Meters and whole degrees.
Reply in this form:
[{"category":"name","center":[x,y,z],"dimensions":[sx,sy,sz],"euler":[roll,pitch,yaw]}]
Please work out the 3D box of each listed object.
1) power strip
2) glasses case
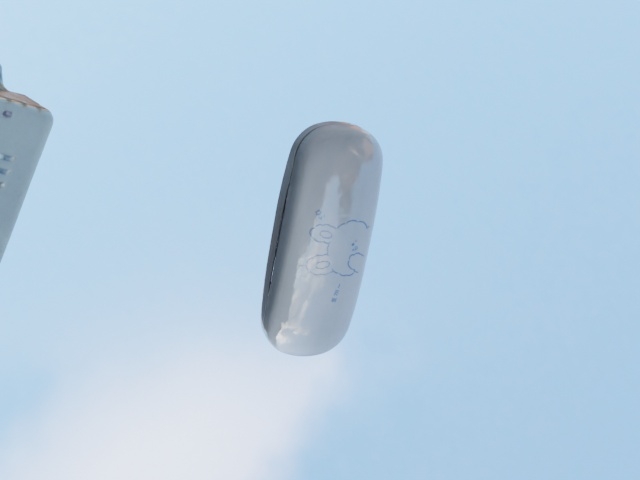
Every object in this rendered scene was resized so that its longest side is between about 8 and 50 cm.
[{"category":"power strip","center":[-0.304,0.024,1.523],"dimensions":[0.058,0.098,0.338],"euler":[29,-79,42]},{"category":"glasses case","center":[0.000,0.000,1.885],"dimensions":[0.059,0.092,0.233],"euler":[-137,-125,-60]}]
